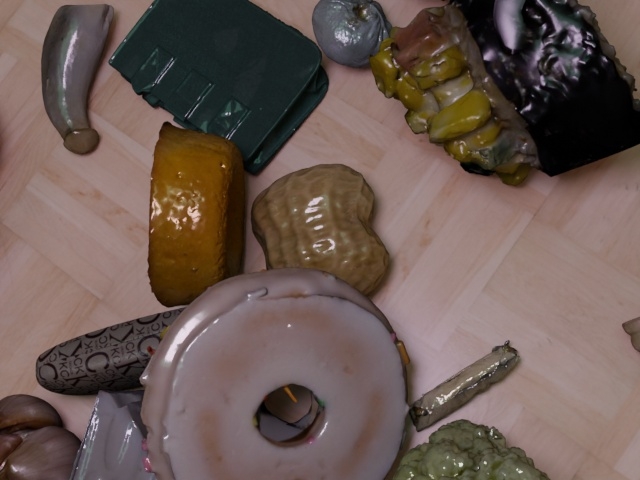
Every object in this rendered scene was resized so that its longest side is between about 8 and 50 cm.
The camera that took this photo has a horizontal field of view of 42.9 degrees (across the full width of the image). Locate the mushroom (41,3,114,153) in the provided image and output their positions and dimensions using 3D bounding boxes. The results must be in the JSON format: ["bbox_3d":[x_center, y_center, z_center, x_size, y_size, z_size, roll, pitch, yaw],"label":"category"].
[{"bbox_3d":[-0.428,-0.284,1.412,0.118,0.103,0.269,4,86,18],"label":"mushroom"}]

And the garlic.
[{"bbox_3d":[-0.421,0.339,1.205,0.160,0.191,0.213,8,70,3],"label":"garlic"}]

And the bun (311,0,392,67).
[{"bbox_3d":[0.057,-0.347,1.307,0.141,0.083,0.140,12,56,-19],"label":"bun"}]

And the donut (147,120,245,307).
[{"bbox_3d":[-0.176,-0.035,1.208,0.109,0.277,0.277,2,76,3],"label":"donut"}]

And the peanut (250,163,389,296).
[{"bbox_3d":[0.000,0.000,1.238,0.197,0.110,0.232,-17,71,7],"label":"peanut"}]

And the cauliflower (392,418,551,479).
[{"bbox_3d":[0.214,0.358,1.028,0.281,0.260,0.327,2,37,-6],"label":"cauliflower"}]

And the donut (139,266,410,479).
[{"bbox_3d":[-0.062,0.219,1.104,0.383,0.142,0.382,-1,93,-22],"label":"donut"}]

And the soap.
[{"bbox_3d":[-0.199,0.353,1.143,0.303,0.159,0.257,10,75,22],"label":"soap"}]

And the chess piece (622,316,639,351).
[{"bbox_3d":[0.491,0.172,1.106,0.094,0.094,0.170,-24,76,5],"label":"chess piece"}]

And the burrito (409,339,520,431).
[{"bbox_3d":[0.208,0.212,1.178,0.186,0.041,0.045,-32,30,3],"label":"burrito"}]

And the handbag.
[{"bbox_3d":[-0.167,-0.285,1.359,0.326,0.089,0.238,37,86,17],"label":"handbag"}]

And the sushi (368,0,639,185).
[{"bbox_3d":[0.259,-0.211,1.148,0.285,0.328,0.328,-34,85,16],"label":"sushi"}]

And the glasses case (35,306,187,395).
[{"bbox_3d":[-0.252,0.166,1.230,0.355,0.137,0.085,-15,67,6],"label":"glasses case"}]
